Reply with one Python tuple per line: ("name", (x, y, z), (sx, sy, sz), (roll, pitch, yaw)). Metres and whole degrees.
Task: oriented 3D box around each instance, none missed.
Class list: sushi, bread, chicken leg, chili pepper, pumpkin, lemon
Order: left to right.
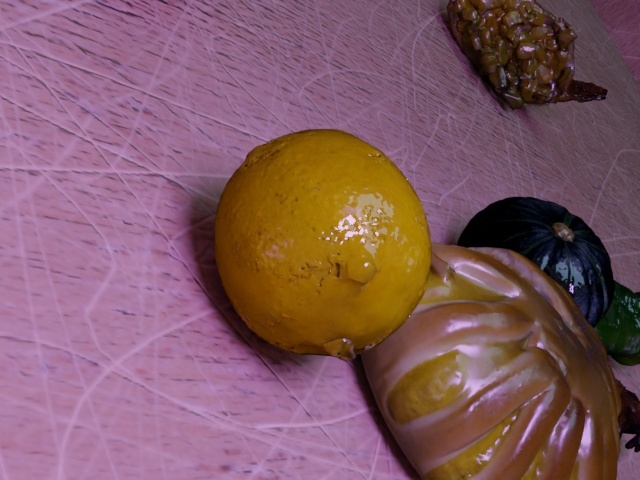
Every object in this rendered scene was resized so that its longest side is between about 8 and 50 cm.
("lemon", (0.000, 0.000, 0.982), (0.173, 0.173, 0.206), (35, 14, -40))
("bread", (0.176, 0.129, 1.164), (0.333, 0.160, 0.333), (42, 29, -30))
("sushi", (0.328, -0.312, 2.031), (0.296, 0.167, 0.179), (52, 3, -30))
("pumpkin", (0.243, 0.034, 1.424), (0.194, 0.150, 0.194), (40, 20, -17))
("chili pepper", (0.379, 0.099, 1.663), (0.270, 0.099, 0.136), (26, 29, -42))
("chicken leg", (0.340, 0.208, 1.490), (0.105, 0.063, 0.234), (45, 17, 26))
